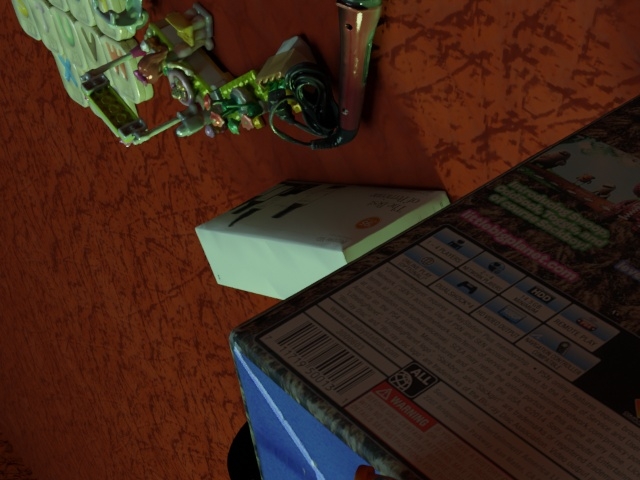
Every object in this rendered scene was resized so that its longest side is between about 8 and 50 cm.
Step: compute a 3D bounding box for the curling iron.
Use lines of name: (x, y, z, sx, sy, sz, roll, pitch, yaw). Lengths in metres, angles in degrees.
curling iron: (0.012, -0.153, 0.776, 0.274, 0.068, 0.035, 105, 166, -53)

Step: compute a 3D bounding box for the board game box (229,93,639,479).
board game box: (0.153, 0.074, 0.484, 0.232, 0.291, 0.141, 35, 144, 43)

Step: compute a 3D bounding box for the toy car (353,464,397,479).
toy car: (0.029, 0.117, 0.399, 0.040, 0.060, 0.122, 4, 153, 10)

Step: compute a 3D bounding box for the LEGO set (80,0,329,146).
LEGO set: (-0.113, -0.129, 0.976, 0.287, 0.107, 0.132, 36, 147, 40)

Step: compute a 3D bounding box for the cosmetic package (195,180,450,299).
cosmetic package: (0.000, 0.000, 0.921, 0.239, 0.099, 0.060, 8, 125, 59)

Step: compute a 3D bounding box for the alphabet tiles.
alphabet tiles: (-0.267, -0.244, 1.240, 0.284, 0.021, 0.278, 33, 145, 44)

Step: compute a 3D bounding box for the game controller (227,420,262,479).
game controller: (0.058, 0.213, 0.974, 0.319, 0.166, 0.067, 35, 159, 41)
